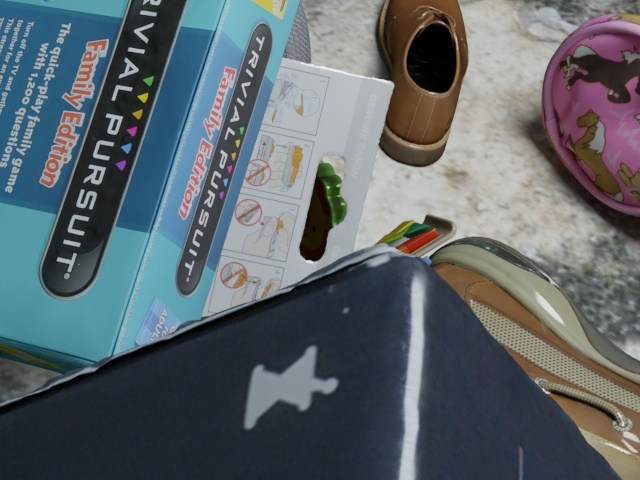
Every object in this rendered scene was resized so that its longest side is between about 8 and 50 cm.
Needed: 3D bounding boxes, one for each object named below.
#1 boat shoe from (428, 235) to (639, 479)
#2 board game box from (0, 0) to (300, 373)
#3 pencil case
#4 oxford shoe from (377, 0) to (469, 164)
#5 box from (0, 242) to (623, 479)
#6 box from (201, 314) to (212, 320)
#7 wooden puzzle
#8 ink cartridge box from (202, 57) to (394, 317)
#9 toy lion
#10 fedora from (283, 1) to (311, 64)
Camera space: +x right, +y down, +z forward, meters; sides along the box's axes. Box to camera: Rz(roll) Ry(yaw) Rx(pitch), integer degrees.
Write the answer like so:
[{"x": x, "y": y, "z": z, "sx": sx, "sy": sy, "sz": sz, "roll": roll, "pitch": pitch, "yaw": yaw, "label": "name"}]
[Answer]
[{"x": 0.159, "y": 0.131, "z": 0.969, "sx": 0.324, "sy": 0.123, "sz": 0.120, "roll": 37, "pitch": 52, "yaw": 27, "label": "boat shoe"}, {"x": -0.202, "y": -0.073, "z": 0.882, "sx": 0.336, "sy": 0.079, "sz": 0.254, "roll": 12, "pitch": 77, "yaw": 23, "label": "board game box"}, {"x": 0.352, "y": -0.145, "z": 1.249, "sx": 0.386, "sy": 0.160, "sz": 0.167, "roll": -23, "pitch": 44, "yaw": -37, "label": "pencil case"}, {"x": 0.087, "y": -0.155, "z": 1.233, "sx": 0.076, "sy": 0.076, "sz": 0.212, "roll": 11, "pitch": 44, "yaw": -7, "label": "oxford shoe"}, {"x": 0.021, "y": 0.352, "z": 0.422, "sx": 0.472, "sy": 0.297, "sz": 0.480, "roll": 49, "pitch": 32, "yaw": -33, "label": "box"}, {"x": 0.024, "y": 0.118, "z": 0.872, "sx": 0.231, "sy": 0.056, "sz": 0.183, "roll": 36, "pitch": 25, "yaw": 32, "label": "box"}, {"x": 0.052, "y": 0.007, "z": 1.054, "sx": 0.078, "sy": 0.116, "sz": 0.014, "roll": -37, "pitch": 103, "yaw": -14, "label": "wooden puzzle"}, {"x": -0.085, "y": -0.042, "z": 0.995, "sx": 0.224, "sy": 0.181, "sz": 0.056, "roll": 11, "pitch": 11, "yaw": -13, "label": "ink cartridge box"}, {"x": 0.000, "y": 0.000, "z": 1.039, "sx": 0.034, "sy": 0.096, "sz": 0.100, "roll": -9, "pitch": 52, "yaw": -26, "label": "toy lion"}, {"x": -0.131, "y": -0.138, "z": 1.065, "sx": 0.275, "sy": 0.244, "sz": 0.124, "roll": 29, "pitch": 16, "yaw": 0, "label": "fedora"}]
